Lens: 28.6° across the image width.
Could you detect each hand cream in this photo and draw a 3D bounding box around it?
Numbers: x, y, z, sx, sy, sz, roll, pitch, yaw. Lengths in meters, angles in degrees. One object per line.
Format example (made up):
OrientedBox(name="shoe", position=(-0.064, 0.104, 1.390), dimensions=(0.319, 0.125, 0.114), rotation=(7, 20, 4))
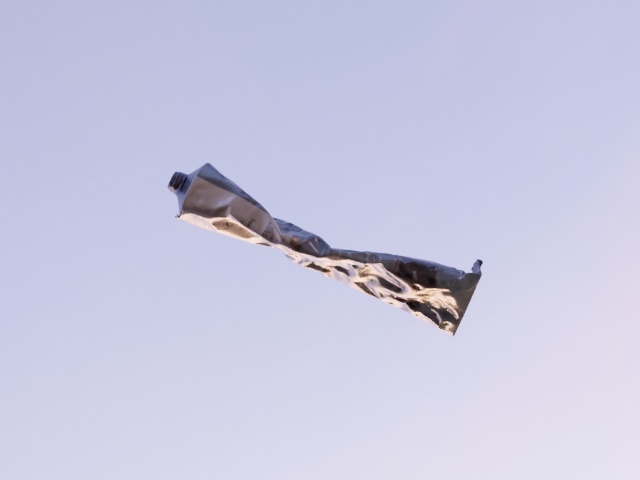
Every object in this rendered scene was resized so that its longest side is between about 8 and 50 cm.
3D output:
OrientedBox(name="hand cream", position=(0.000, -0.001, 0.962), dimensions=(0.075, 0.248, 0.052), rotation=(108, -178, -71))
